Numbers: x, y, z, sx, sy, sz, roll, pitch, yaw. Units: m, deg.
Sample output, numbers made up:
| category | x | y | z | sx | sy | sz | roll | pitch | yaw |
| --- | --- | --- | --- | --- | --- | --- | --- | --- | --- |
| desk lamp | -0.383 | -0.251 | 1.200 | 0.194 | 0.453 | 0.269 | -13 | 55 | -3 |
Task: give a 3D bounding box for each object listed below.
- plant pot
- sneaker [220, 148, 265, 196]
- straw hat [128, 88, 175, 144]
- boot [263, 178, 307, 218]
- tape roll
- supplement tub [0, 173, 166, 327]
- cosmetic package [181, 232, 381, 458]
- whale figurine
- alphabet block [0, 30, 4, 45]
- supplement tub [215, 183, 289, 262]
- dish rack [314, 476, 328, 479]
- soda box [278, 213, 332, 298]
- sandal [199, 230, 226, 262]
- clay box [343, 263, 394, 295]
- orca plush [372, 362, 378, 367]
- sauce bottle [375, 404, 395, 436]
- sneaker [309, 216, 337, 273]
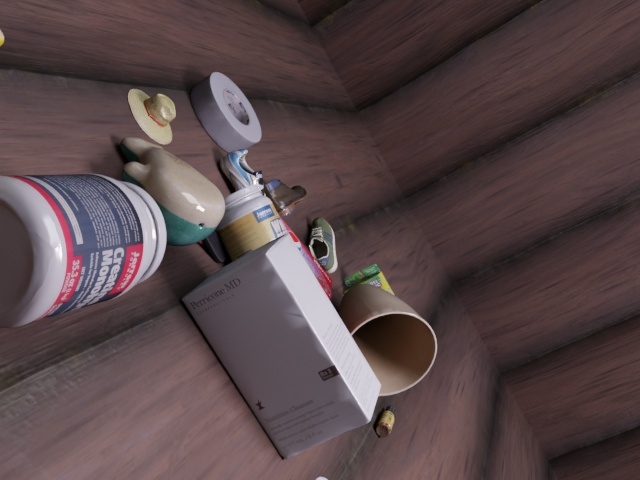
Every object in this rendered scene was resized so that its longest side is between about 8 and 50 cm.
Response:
| category | x | y | z | sx | sy | sz | roll | pitch | yaw |
| --- | --- | --- | --- | --- | --- | --- | --- | --- | --- |
| plant pot | 0.149 | 0.237 | 1.831 | 0.256 | 0.257 | 0.274 | 51 | 6 | -26 |
| sneaker | -0.171 | -0.123 | 1.717 | 0.237 | 0.086 | 0.085 | 61 | 18 | -4 |
| straw hat | -0.362 | -0.294 | 1.515 | 0.144 | 0.061 | 0.144 | 50 | 22 | -29 |
| boot | -0.103 | -0.142 | 1.911 | 0.106 | 0.082 | 0.219 | 59 | 22 | -13 |
| tape roll | -0.254 | -0.345 | 1.828 | 0.219 | 0.072 | 0.219 | 48 | 23 | -29 |
| supplement tub | -0.359 | 0.003 | 0.934 | 0.191 | 0.191 | 0.272 | 63 | 20 | 4 |
| cosmetic package | -0.070 | 0.205 | 1.336 | 0.385 | 0.217 | 0.156 | 57 | 20 | -8 |
| whale figurine | -0.310 | -0.094 | 1.320 | 0.272 | 0.141 | 0.216 | 45 | 17 | 32 |
| alphabet block | -0.559 | -0.275 | 0.821 | 0.197 | 0.194 | 0.192 | 57 | 22 | -11 |
| supplement tub | -0.151 | -0.012 | 1.526 | 0.199 | 0.144 | 0.144 | 61 | 20 | 0 |
| dish rack | 0.015 | 0.622 | 1.192 | 0.332 | 0.072 | 0.285 | 63 | 21 | 3 |
| soda box | -0.078 | 0.051 | 1.695 | 0.263 | 0.092 | 0.083 | 52 | 21 | -24 |
| sandal | -0.259 | -0.021 | 1.447 | 0.067 | 0.040 | 0.179 | -78 | 150 | -53 |
| clay box | 0.166 | 0.195 | 2.044 | 0.222 | 0.127 | 0.053 | 60 | 21 | -2 |
| orca plush | 0.210 | 0.374 | 2.001 | 0.151 | 0.102 | 0.287 | 27 | 20 | 11 |
| sauce bottle | 0.179 | 0.484 | 1.818 | 0.042 | 0.042 | 0.128 | 60 | 18 | -4 |
| sneaker | 0.000 | 0.000 | 1.992 | 0.086 | 0.064 | 0.192 | 42 | 30 | -54 |
